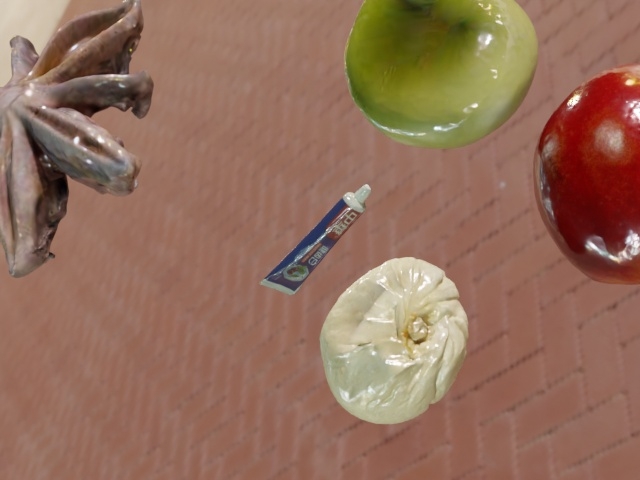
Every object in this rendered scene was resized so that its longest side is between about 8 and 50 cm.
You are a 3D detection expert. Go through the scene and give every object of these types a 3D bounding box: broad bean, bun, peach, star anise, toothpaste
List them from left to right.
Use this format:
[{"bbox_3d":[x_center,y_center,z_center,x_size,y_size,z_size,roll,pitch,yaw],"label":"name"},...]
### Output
[{"bbox_3d":[-0.229,-0.088,1.057,0.198,0.110,0.257,-22,53,9],"label":"star anise"},{"bbox_3d":[0.000,0.000,1.070,0.140,0.037,0.021,-48,36,28],"label":"toothpaste"},{"bbox_3d":[0.086,0.113,1.350,0.188,0.164,0.111,-46,4,-7],"label":"bun"},{"bbox_3d":[0.144,-0.232,1.500,0.238,0.119,0.291,-21,50,1],"label":"broad bean"},{"bbox_3d":[0.336,-0.068,1.256,0.243,0.199,0.243,3,96,27],"label":"peach"}]
